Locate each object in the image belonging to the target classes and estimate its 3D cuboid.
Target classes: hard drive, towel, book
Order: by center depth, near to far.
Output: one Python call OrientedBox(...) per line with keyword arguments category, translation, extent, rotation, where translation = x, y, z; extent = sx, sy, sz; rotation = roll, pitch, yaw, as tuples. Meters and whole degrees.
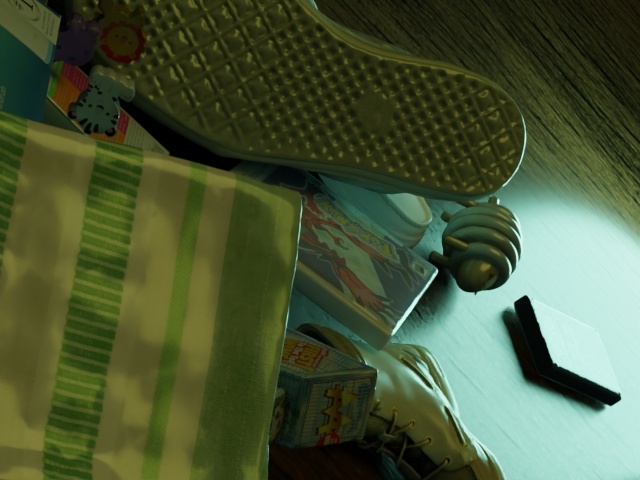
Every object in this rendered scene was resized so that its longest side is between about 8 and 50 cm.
OrientedBox(category="towel", translation=(-0.166, 0.047, 1.203), extent=(0.325, 0.038, 0.247), rotation=(15, 73, -27))
OrientedBox(category="book", translation=(-0.184, -0.092, 1.560), extent=(0.144, 0.035, 0.096), rotation=(44, 25, -20))
OrientedBox(category="hard drive", translation=(0.264, 0.117, 2.046), extent=(0.135, 0.022, 0.094), rotation=(25, 38, -44))

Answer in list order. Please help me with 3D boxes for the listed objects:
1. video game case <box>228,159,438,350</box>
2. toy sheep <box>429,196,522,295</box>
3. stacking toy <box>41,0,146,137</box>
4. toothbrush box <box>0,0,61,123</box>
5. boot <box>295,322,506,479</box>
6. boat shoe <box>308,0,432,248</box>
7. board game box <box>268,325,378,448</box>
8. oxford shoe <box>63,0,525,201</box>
OrientedBox(category="video game case", translation=(0.000, 0.000, 1.688), extent=(0.201, 0.023, 0.183), rotation=(37, 23, 3))
OrientedBox(category="toy sheep", translation=(0.163, 0.001, 1.953), extent=(0.091, 0.091, 0.132), rotation=(40, 48, -25))
OrientedBox(category="stacking toy", translation=(-0.239, -0.172, 1.502), extent=(0.221, 0.052, 0.167), rotation=(25, 24, -14))
OrientedBox(category="toothbrush box", translation=(-0.331, -0.143, 1.278), extent=(0.295, 0.126, 0.216), rotation=(38, 31, -27))
OrientedBox(category="boot", translation=(0.064, 0.166, 1.604), extent=(0.165, 0.077, 0.213), rotation=(19, 37, -50))
OrientedBox(category="boat shoe", translation=(0.031, -0.121, 1.868), extent=(0.277, 0.096, 0.098), rotation=(53, 26, -1))
OrientedBox(category="board game box", translation=(-0.069, 0.101, 1.366), extent=(0.194, 0.060, 0.194), rotation=(18, 21, 16))
OrientedBox(category="oxford shoe", translation=(-0.029, -0.141, 1.732), extent=(0.449, 0.169, 0.130), rotation=(18, -2, -24))
